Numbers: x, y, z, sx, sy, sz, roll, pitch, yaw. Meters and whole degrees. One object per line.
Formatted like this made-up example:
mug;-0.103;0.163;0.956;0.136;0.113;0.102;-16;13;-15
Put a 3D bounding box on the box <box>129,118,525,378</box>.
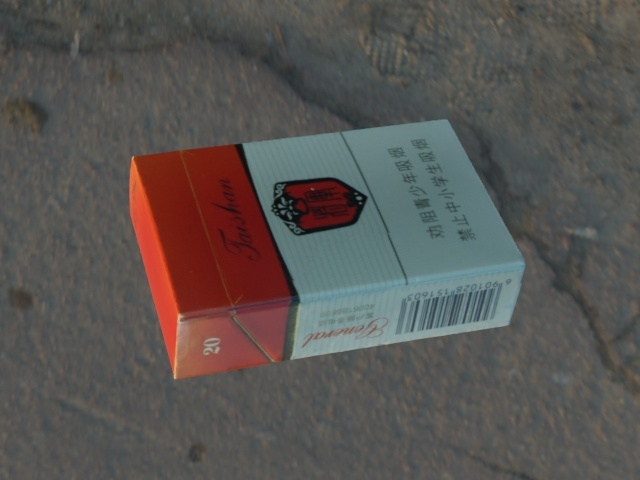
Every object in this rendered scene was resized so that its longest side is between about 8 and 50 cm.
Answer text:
box;0.000;0.000;0.597;0.152;0.100;0.048;-9;135;-14
